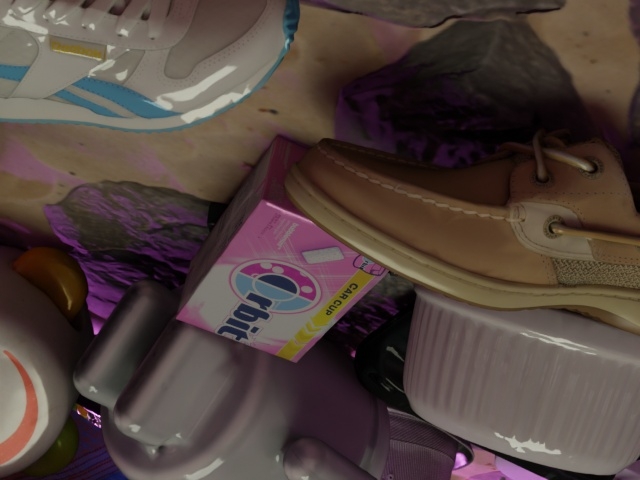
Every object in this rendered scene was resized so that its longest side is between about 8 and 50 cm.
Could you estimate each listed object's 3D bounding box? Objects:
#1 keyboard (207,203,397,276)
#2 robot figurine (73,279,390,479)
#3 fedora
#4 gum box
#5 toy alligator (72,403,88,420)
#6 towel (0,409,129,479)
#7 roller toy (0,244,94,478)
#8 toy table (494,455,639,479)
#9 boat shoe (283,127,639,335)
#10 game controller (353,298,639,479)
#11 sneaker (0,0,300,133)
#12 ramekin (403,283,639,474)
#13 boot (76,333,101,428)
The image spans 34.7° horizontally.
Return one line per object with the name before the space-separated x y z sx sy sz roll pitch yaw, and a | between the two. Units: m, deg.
keyboard | 0.000 0.000 0.823 0.180 0.023 0.108 6 154 4
robot figurine | -0.066 0.166 0.977 0.300 0.199 0.353 33 176 45
fedora | 0.055 0.287 1.271 0.275 0.124 0.244 24 150 -28
gum box | -0.023 0.011 0.766 0.107 0.062 0.188 22 141 -15
toy alligator | -0.265 0.249 1.377 0.190 0.051 0.056 8 154 2
towel | -0.298 0.222 1.006 0.370 0.040 0.271 28 -164 24
roller toy | -0.310 0.104 0.935 0.191 0.146 0.209 4 112 0
toy table | 0.325 0.351 1.276 0.274 0.160 0.252 24 150 -25
boat shoe | 0.145 -0.020 0.653 0.341 0.121 0.110 14 110 -19
game controller | 0.193 0.145 0.975 0.319 0.067 0.166 28 124 -23
sneaker | -0.124 -0.117 0.556 0.229 0.087 0.092 -2 150 17
ramekin | 0.160 0.096 0.774 0.207 0.109 0.207 16 -177 -1
boot | -0.231 0.202 1.234 0.263 0.091 0.229 26 153 -25
